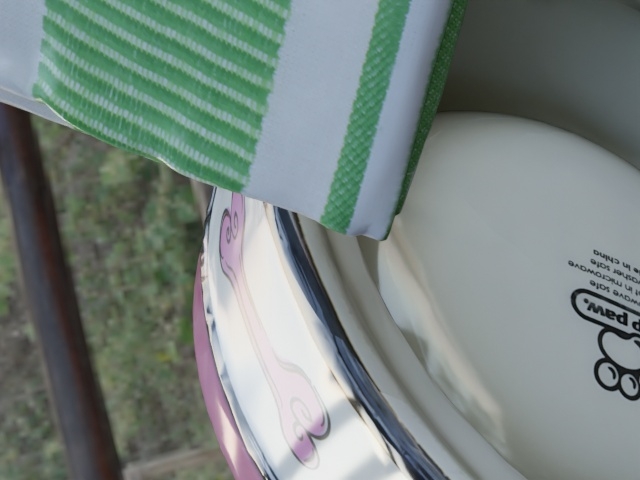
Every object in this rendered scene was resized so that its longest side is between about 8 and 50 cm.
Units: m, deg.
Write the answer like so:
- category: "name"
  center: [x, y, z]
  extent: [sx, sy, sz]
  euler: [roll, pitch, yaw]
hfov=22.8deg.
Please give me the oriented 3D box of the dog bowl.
- category: "dog bowl"
  center: [0.124, 0.040, 0.728]
  extent: [0.150, 0.408, 0.408]
  euler: [-49, 61, 43]

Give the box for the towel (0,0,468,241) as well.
- category: "towel"
  center: [-0.098, -0.157, 0.481]
  extent: [0.324, 0.038, 0.248]
  euler: [20, 117, 10]
